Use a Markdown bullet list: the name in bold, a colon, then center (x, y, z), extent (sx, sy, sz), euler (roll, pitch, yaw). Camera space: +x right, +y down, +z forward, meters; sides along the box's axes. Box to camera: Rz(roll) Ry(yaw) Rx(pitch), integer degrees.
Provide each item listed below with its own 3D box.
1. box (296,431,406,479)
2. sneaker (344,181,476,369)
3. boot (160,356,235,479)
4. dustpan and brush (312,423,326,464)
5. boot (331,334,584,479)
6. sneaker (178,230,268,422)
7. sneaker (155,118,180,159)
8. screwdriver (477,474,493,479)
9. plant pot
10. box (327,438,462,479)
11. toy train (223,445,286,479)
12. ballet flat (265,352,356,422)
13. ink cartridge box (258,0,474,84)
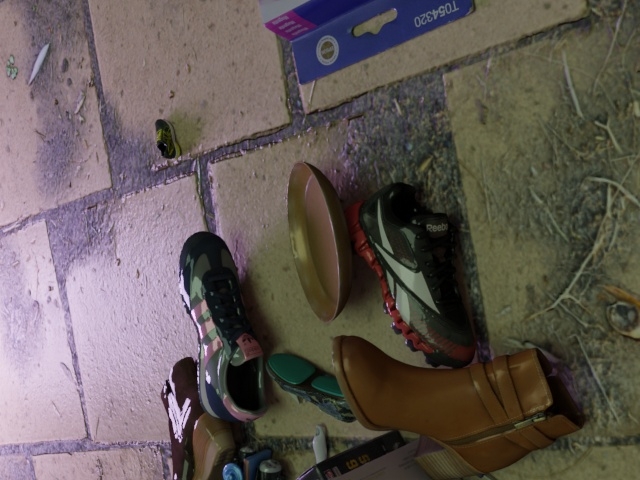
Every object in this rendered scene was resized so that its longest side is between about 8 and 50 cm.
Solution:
- **box**: center (0.094, 0.391, 1.166), extent (0.056, 0.183, 0.231), euler (-46, 65, 36)
- **sneaker**: center (0.136, 0.038, 1.141), extent (0.135, 0.097, 0.276), euler (-45, 65, 38)
- **boot**: center (-0.237, 0.360, 1.540), extent (0.207, 0.090, 0.248), euler (54, 128, 38)
- **dustpan and brush**: center (-0.002, 0.398, 1.344), extent (0.147, 0.060, 0.211), euler (-3, 100, 54)
- **boot**: center (0.167, 0.184, 1.053), extent (0.220, 0.109, 0.283), euler (-29, 111, 31)
- **sneaker**: center (-0.142, 0.140, 1.390), extent (0.131, 0.112, 0.319), euler (0, 103, 51)
- **sneaker**: center (-0.277, -0.181, 1.521), extent (0.031, 0.035, 0.083), euler (-40, 69, 36)
- **screwdriver**: center (0.228, 0.323, 1.145), extent (0.170, 0.025, 0.024), euler (35, 117, 34)
- **plant pot**: center (0.000, 0.000, 1.239), extent (0.236, 0.032, 0.236), euler (169, 90, -74)
- **box**: center (0.147, 0.423, 1.089), extent (0.058, 0.232, 0.322), euler (-46, 65, 35)
- **toy train**: center (-0.103, 0.435, 1.419), extent (0.105, 0.080, 0.184), euler (6, 97, 32)
- **ballet flat**: center (-0.013, 0.232, 1.324), extent (0.188, 0.070, 0.070), euler (19, 107, 42)
- **ink cartridge box**: center (0.034, -0.424, 1.198), extent (0.324, 0.071, 0.330), euler (-15, 84, 41)
